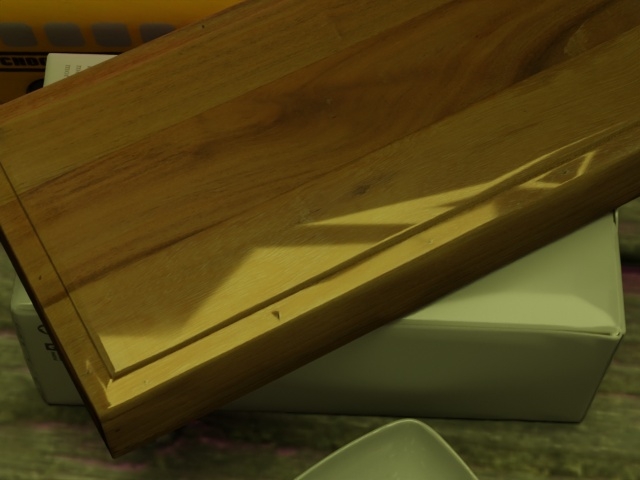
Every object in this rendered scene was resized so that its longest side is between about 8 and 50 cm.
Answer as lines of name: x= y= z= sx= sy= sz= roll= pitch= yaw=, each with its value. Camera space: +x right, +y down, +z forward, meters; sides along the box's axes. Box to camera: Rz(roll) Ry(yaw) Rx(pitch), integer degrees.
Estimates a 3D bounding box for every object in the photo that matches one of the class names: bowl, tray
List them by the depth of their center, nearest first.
tray: x=0.017 y=-0.059 z=0.892 sx=0.411 sy=0.076 sz=0.203 roll=-26 pitch=66 yaw=-14
bowl: x=0.042 y=0.197 z=0.935 sx=0.142 sy=0.053 sz=0.142 roll=-30 pitch=66 yaw=-17

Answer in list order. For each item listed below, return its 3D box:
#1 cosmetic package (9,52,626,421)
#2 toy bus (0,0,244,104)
cosmetic package: x=0.000 y=0.000 z=0.988 sx=0.365 sy=0.155 sz=0.197 roll=4 pitch=61 yaw=0
toy bus: x=-0.125 y=-0.167 z=1.084 sx=0.332 sy=0.130 sz=0.108 roll=1 pitch=60 yaw=9
